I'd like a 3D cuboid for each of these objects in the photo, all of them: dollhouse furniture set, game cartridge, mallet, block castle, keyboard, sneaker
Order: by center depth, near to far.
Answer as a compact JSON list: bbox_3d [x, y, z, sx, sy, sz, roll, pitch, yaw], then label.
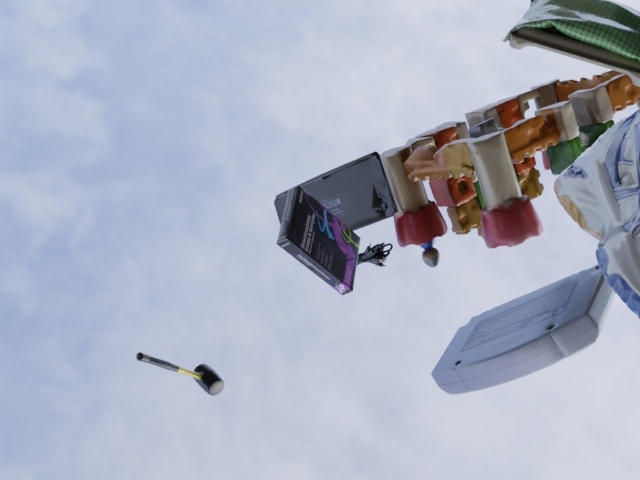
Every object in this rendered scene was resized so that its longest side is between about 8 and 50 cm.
[{"bbox_3d":[0.250,-0.016,0.581,0.112,0.131,0.296,30,-158,-23],"label":"sneaker"},{"bbox_3d":[0.372,-0.252,0.948,0.302,0.151,0.197,20,-153,12],"label":"dollhouse furniture set"},{"bbox_3d":[0.320,0.146,1.407,0.062,0.297,0.198,52,-140,-11],"label":"game cartridge"},{"bbox_3d":[0.347,-0.117,1.452,0.453,0.212,0.303,-26,-166,-30],"label":"block castle"},{"bbox_3d":[-0.253,0.224,1.581,0.039,0.190,0.062,-58,-141,2],"label":"mallet"},{"bbox_3d":[0.038,-0.031,1.677,0.033,0.317,0.201,-13,-94,-42],"label":"keyboard"}]

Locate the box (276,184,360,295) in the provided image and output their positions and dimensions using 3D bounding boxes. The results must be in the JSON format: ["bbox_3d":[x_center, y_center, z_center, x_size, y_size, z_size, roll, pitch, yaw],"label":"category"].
[{"bbox_3d":[0.000,0.000,1.455,0.029,0.162,0.116,-25,-139,37],"label":"box"}]
